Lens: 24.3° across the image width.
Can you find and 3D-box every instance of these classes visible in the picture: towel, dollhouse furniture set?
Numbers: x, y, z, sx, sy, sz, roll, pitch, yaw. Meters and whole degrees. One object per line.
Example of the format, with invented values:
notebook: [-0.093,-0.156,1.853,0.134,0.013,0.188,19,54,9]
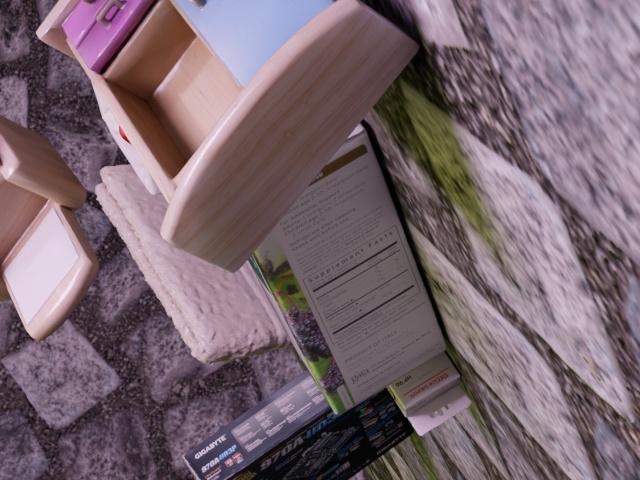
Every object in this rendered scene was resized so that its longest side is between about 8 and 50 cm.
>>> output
towel: [-0.108,0.016,1.574,0.282,0.187,0.049,56,137,34]
dollhouse furniture set: [-0.168,-0.107,0.647,0.303,0.286,0.198,27,-162,-41]

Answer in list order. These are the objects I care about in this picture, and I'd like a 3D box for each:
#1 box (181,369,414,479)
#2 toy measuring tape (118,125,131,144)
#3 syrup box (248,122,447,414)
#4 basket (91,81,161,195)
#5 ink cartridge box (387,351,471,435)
box: [-0.016,0.204,1.488,0.051,0.220,0.175,50,170,31]
toy measuring tape: [-0.133,-0.138,1.153,0.121,0.121,0.330,58,-175,18]
syrup box: [0.000,0.000,0.972,0.093,0.096,0.237,55,173,41]
basket: [-0.171,-0.146,1.575,0.167,0.103,0.113,52,159,46]
ink cartridge box: [0.069,0.093,1.077,0.083,0.048,0.028,56,173,19]
